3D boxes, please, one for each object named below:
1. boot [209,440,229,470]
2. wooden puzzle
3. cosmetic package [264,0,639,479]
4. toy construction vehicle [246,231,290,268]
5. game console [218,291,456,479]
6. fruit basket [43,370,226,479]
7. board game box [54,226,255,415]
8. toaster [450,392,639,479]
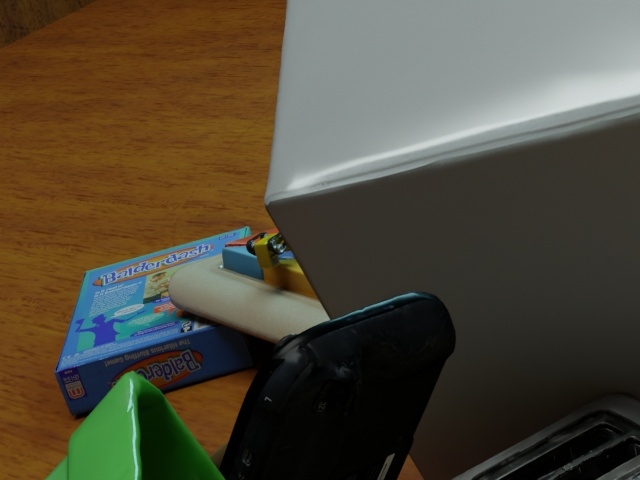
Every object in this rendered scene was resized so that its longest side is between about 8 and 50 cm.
[{"bbox_3d":[-0.011,0.170,1.033,0.077,0.213,0.165,32,32,27],"label":"boot"},{"bbox_3d":[0.027,0.016,1.562,0.239,0.044,0.221,-25,28,-37],"label":"wooden puzzle"},{"bbox_3d":[0.185,-0.091,1.190,0.327,0.329,0.393,-13,43,17],"label":"cosmetic package"},{"bbox_3d":[0.000,0.000,1.519,0.086,0.035,0.098,-6,14,26],"label":"toy construction vehicle"},{"bbox_3d":[-0.019,0.161,0.858,0.044,0.361,0.213,39,41,23],"label":"game console"},{"bbox_3d":[0.057,0.215,0.633,0.392,0.392,0.283,-19,20,1],"label":"fruit basket"},{"bbox_3d":[-0.135,0.066,1.647,0.160,0.047,0.210,-16,22,7],"label":"board game box"},{"bbox_3d":[0.160,0.174,1.016,0.186,0.110,0.168,-26,20,-17],"label":"toaster"}]
